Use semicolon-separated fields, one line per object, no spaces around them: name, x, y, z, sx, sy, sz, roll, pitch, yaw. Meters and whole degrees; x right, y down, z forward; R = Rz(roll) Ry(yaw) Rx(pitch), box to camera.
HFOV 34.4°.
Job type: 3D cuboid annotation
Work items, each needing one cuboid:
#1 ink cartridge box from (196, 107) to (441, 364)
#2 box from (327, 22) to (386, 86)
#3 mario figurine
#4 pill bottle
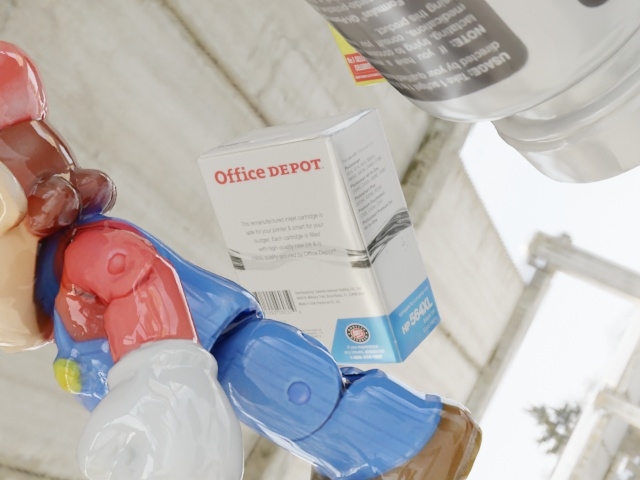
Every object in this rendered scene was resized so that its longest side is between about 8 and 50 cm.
ink cartridge box;0.000;0.000;0.889;0.086;0.148;0.203;-35;-66;-49
box;0.026;-0.259;0.943;0.058;0.087;0.232;-39;-66;-28
mario figurine;-0.105;0.054;0.452;0.198;0.320;0.170;-54;5;46
pill bottle;0.064;-0.170;0.504;0.318;0.176;0.176;40;-106;-29
